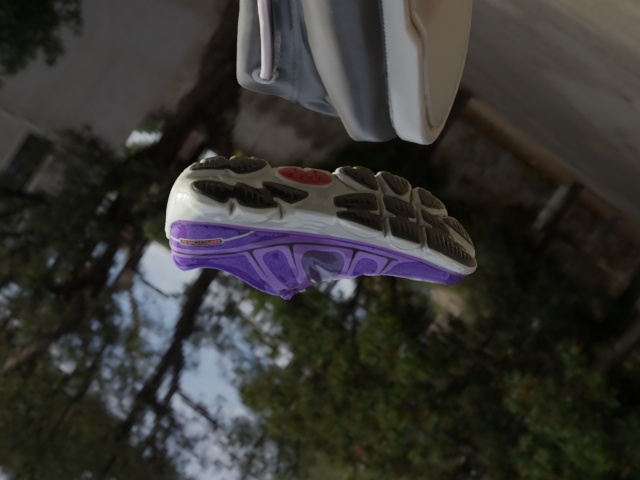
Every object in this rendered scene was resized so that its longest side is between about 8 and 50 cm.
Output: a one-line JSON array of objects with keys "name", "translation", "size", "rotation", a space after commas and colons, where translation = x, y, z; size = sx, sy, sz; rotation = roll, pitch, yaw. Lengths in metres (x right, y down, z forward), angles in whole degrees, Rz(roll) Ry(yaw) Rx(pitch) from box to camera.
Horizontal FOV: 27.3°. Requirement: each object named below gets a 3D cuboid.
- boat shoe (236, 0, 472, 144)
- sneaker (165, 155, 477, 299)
[{"name": "boat shoe", "translation": [-0.008, -0.152, 0.434], "size": [0.095, 0.112, 0.335], "rotation": [10, 146, 15]}, {"name": "sneaker", "translation": [0.000, 0.000, 0.715], "size": [0.170, 0.071, 0.068], "rotation": [9, -146, -9]}]
